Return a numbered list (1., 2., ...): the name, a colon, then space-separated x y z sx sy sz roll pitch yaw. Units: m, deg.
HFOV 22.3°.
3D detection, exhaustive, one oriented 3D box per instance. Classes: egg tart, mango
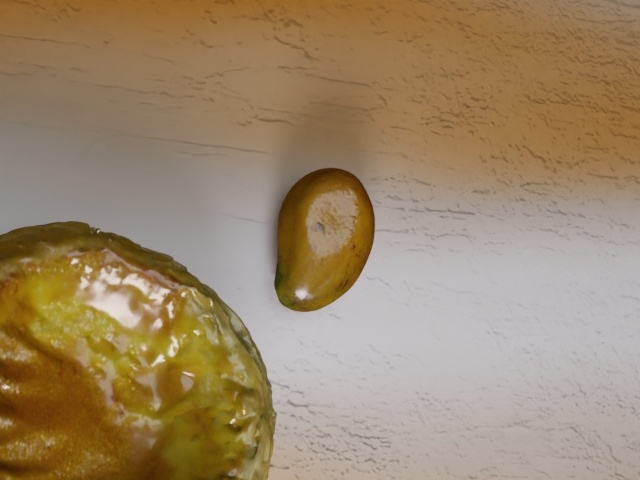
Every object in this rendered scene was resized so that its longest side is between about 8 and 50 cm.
1. egg tart: -0.226 0.174 1.577 0.387 0.169 0.388 14 61 -26
2. mango: 0.006 0.000 1.811 0.115 0.089 0.165 9 74 -24
